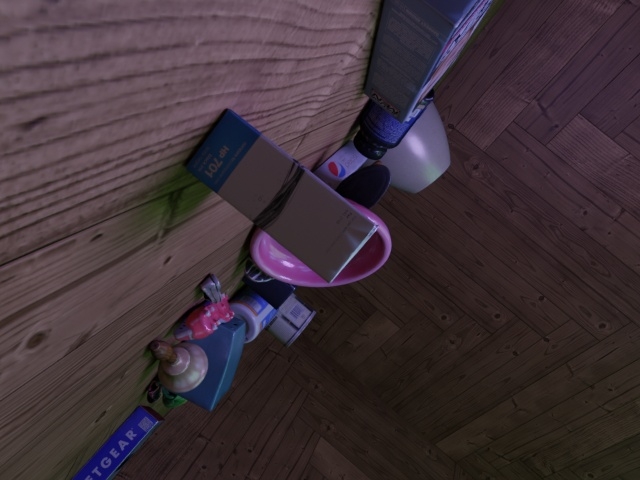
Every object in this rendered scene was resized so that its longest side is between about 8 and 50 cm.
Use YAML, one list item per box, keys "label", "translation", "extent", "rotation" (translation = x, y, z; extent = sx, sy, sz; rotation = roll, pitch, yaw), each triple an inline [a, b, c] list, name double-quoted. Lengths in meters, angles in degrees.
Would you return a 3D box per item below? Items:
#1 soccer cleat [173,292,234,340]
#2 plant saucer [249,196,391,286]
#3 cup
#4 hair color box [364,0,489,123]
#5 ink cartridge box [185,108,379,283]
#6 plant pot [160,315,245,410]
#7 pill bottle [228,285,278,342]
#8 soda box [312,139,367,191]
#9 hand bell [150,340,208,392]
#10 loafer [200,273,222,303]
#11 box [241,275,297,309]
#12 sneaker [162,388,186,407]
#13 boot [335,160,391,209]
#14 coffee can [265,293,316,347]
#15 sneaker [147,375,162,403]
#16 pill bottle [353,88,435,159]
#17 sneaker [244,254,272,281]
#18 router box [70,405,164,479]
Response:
- label: "soccer cleat"
  translation: [-0.283, 0.188, 1.061]
  extent: [0.095, 0.083, 0.248]
  rotation: [-21, -177, 1]
- label: "plant saucer"
  translation: [0.000, 0.000, 1.024]
  extent: [0.332, 0.332, 0.084]
  rotation: [127, -31, -49]
- label: "cup"
  translation: [0.308, -0.305, 1.475]
  extent: [0.331, 0.237, 0.331]
  rotation: [-42, -172, 7]
- label: "hair color box"
  translation: [0.186, -0.357, 0.719]
  extent: [0.185, 0.113, 0.374]
  rotation: [-50, 178, -2]
- label: "ink cartridge box"
  translation: [-0.035, -0.046, 0.487]
  extent: [0.082, 0.191, 0.139]
  rotation: [-50, 177, 4]
- label: "plant pot"
  translation: [-0.328, 0.336, 1.275]
  extent: [0.165, 0.166, 0.234]
  rotation: [-34, 147, -81]
- label: "pill bottle"
  translation: [-0.235, 0.237, 1.542]
  extent: [0.152, 0.152, 0.272]
  rotation: [-52, 177, 27]
- label: "soda box"
  translation: [0.046, -0.187, 1.157]
  extent: [0.216, 0.074, 0.069]
  rotation: [-48, 177, -42]
- label: "hand bell"
  translation: [-0.346, 0.267, 0.983]
  extent: [0.126, 0.126, 0.242]
  rotation: [-49, 164, -23]
- label: "loafer"
  translation: [-0.241, 0.110, 0.929]
  extent: [0.039, 0.045, 0.125]
  rotation: [-30, 162, -24]
- label: "box"
  translation: [-0.136, 0.109, 1.414]
  extent: [0.108, 0.153, 0.207]
  rotation: [-51, 176, 24]
- label: "sneaker"
  translation: [-0.517, 0.516, 1.526]
  extent: [0.123, 0.109, 0.295]
  rotation: [-12, 150, -47]
- label: "boot"
  translation: [0.121, -0.144, 1.129]
  extent: [0.264, 0.096, 0.280]
  rotation: [-51, 178, 39]
- label: "coffee can"
  translation: [-0.187, 0.297, 1.841]
  extent: [0.201, 0.275, 0.201]
  rotation: [-50, 177, -3]
- label: "sneaker"
  translation: [-0.500, 0.448, 1.279]
  extent: [0.119, 0.047, 0.057]
  rotation: [-59, 168, 21]
- label: "pill bottle"
  translation: [0.174, -0.310, 1.070]
  extent: [0.123, 0.123, 0.219]
  rotation: [-48, 177, -44]
- label: "sneaker"
  translation: [-0.121, 0.033, 1.217]
  extent: [0.110, 0.107, 0.275]
  rotation: [-39, -174, 45]
- label: "router box"
  translation: [-0.694, 0.729, 1.452]
  extent: [0.335, 0.082, 0.301]
  rotation: [-49, 177, -25]
